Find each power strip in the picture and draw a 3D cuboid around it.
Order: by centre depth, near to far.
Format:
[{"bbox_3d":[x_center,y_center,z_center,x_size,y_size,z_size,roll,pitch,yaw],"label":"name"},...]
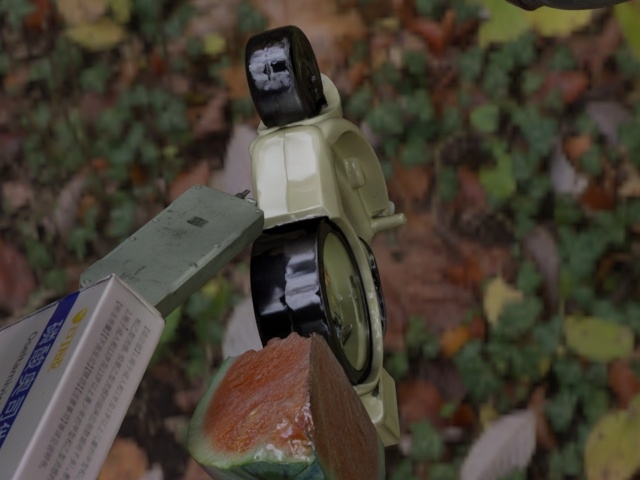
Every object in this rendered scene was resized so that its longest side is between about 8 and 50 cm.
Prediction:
[{"bbox_3d":[-0.128,0.010,1.716,0.080,0.029,0.227,23,40,23],"label":"power strip"}]

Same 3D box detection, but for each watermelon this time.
[{"bbox_3d":[-0.011,0.171,1.475,0.128,0.146,0.231,-37,18,16],"label":"watermelon"}]

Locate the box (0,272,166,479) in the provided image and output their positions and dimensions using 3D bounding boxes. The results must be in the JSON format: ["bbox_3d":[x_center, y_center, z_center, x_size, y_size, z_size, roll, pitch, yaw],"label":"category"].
[{"bbox_3d":[-0.246,0.194,1.389,0.200,0.065,0.343,-25,32,42],"label":"box"}]

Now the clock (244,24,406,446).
[{"bbox_3d":[0.000,0.000,1.907,0.120,0.276,0.379,-11,59,16],"label":"clock"}]

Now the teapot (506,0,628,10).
[{"bbox_3d":[0.255,-0.346,1.834,0.312,0.315,0.233,-26,60,31],"label":"teapot"}]
